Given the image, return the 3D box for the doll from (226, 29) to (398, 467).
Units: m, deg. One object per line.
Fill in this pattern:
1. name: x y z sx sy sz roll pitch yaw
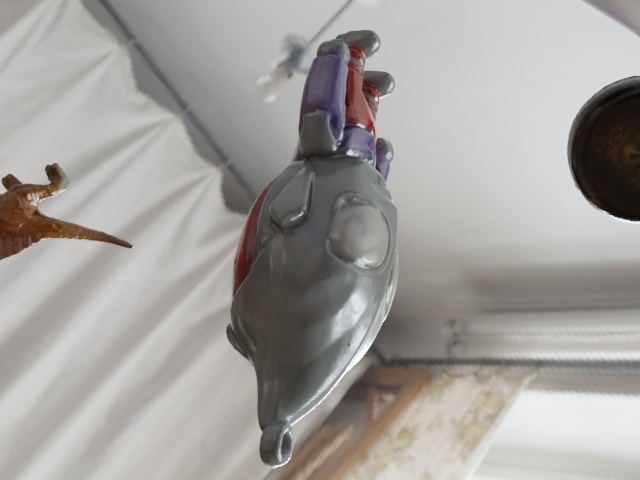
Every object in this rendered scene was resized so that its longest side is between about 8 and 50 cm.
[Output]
1. doll: 0.000 0.000 0.565 0.075 0.228 0.102 -1 -35 21

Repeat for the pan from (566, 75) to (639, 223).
1. pan: 0.278 -0.102 0.890 0.115 0.212 0.040 42 12 -5

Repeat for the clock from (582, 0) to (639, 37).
1. clock: 0.159 -0.184 0.267 0.102 0.339 0.338 30 -32 3

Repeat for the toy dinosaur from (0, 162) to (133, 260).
1. toy dinosaur: -0.290 -0.019 1.065 0.212 0.142 0.057 22 -50 15
